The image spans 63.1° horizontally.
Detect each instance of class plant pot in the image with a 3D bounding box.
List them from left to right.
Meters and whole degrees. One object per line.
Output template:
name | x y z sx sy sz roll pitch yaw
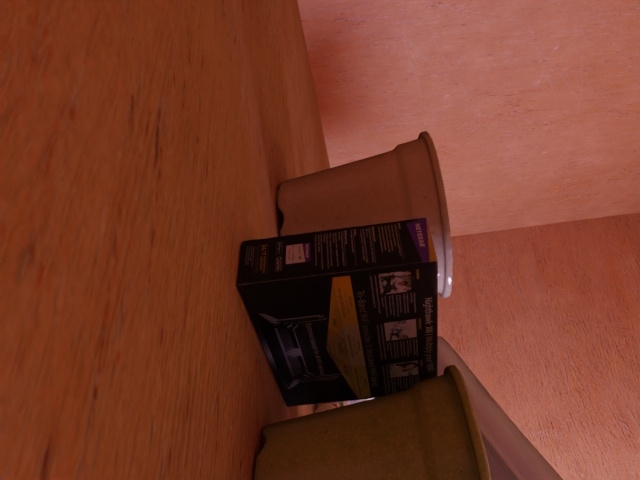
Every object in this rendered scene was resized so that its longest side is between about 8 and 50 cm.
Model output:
plant pot | 0.081 -0.029 1.055 0.334 0.305 0.334 -8 90 -85
plant pot | 0.061 0.307 0.635 0.276 0.253 0.276 -8 90 -85

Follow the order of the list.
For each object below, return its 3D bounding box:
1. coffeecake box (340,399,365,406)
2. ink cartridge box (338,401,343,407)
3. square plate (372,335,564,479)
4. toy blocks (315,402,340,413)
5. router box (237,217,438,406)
coffeecake box | 0.085 0.296 1.226 0.185 0.142 0.068 -140 -144 -69
ink cartridge box | 0.080 0.587 1.536 0.171 0.056 0.235 -77 161 -75
square plate | 0.159 0.380 0.798 0.049 0.344 0.347 34 14 -48
toy blocks | 0.011 0.341 1.141 0.148 0.054 0.123 7 76 -85
router box | 0.040 0.118 0.742 0.081 0.242 0.309 -92 173 -46
